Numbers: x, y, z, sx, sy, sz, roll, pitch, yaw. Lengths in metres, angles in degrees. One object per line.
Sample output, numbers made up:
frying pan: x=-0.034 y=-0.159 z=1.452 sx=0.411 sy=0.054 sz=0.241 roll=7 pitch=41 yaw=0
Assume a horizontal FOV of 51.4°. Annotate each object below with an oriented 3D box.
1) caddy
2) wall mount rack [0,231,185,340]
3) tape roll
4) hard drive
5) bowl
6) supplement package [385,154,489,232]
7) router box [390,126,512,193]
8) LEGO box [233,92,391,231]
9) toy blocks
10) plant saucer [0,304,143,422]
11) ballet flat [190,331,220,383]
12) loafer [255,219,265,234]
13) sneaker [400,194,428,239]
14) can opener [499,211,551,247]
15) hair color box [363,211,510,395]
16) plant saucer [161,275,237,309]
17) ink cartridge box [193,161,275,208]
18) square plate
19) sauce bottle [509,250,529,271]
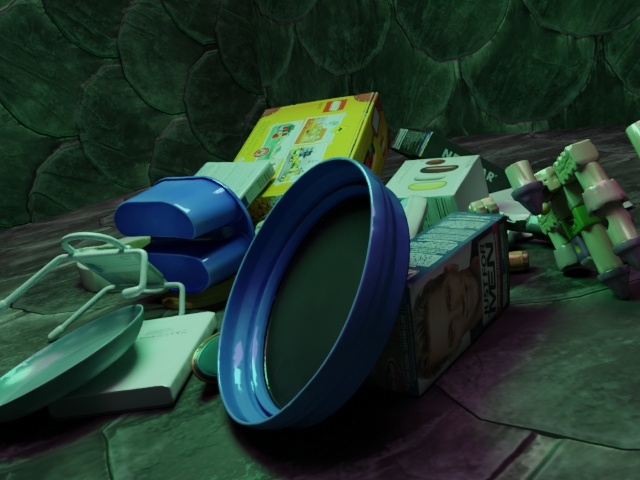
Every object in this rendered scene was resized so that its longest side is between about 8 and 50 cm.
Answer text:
caddy: x=-0.298 y=-0.019 z=1.499 sx=0.341 sy=0.241 sz=0.179 roll=2 pitch=24 yaw=38
wall mount rack: x=-0.450 y=0.106 z=1.324 sx=0.304 sy=0.130 sz=0.350 roll=-5 pitch=-23 yaw=8
tape roll: x=-0.475 y=0.044 z=1.857 sx=0.392 sy=0.072 sz=0.392 roll=-10 pitch=15 yaw=3
hard drive: x=-0.316 y=0.211 z=1.178 sx=0.203 sy=0.040 sz=0.307 roll=-9 pitch=15 yaw=7
bowl: x=-0.018 y=0.074 z=0.930 sx=0.077 sy=0.391 sz=0.391 roll=24 pitch=0 yaw=-25
supplement package: x=0.279 y=-0.095 z=1.625 sx=0.203 sy=0.149 sz=0.194 roll=0 pitch=34 yaw=34
router box: x=0.389 y=-0.229 z=1.957 sx=0.309 sy=0.081 sz=0.243 roll=24 pitch=5 yaw=-18
LEGO box: x=-0.038 y=-0.196 z=1.883 sx=0.373 sy=0.193 sz=0.500 roll=-4 pitch=39 yaw=23
toy blocks: x=0.458 y=-0.006 z=1.170 sx=0.309 sy=0.260 sz=0.288 roll=-18 pitch=-17 yaw=-4
plant saucer: x=-0.432 y=0.209 z=1.121 sx=0.318 sy=0.043 sz=0.317 roll=-27 pitch=12 yaw=6
ballet flat: x=-0.151 y=0.188 z=1.134 sx=0.073 sy=0.080 sz=0.232 roll=-34 pitch=-4 yaw=35
loafer: x=0.000 y=0.000 z=1.620 sx=0.320 sy=0.112 sz=0.111 roll=6 pitch=-16 yaw=9
sneaker: x=0.064 y=0.033 z=1.123 sx=0.150 sy=0.135 sz=0.366 roll=26 pitch=52 yaw=13
can opener: x=0.473 y=-0.007 z=1.440 sx=0.283 sy=0.095 sz=0.076 roll=11 pitch=-13 yaw=42
hair color box: x=0.188 y=0.083 z=1.053 sx=0.105 sy=0.173 sz=0.347 roll=5 pitch=21 yaw=37
plant saucer: x=-0.273 y=0.107 z=1.549 sx=0.200 sy=0.037 sz=0.200 roll=-10 pitch=15 yaw=3
ink cartridge box: x=-0.260 y=-0.119 z=1.689 sx=0.224 sy=0.045 sz=0.223 roll=5 pitch=45 yaw=35
square plate: x=0.542 y=-0.090 z=1.711 sx=0.344 sy=0.049 sz=0.347 roll=-16 pitch=16 yaw=-18
sauce bottle: x=0.354 y=0.046 z=1.340 sx=0.128 sy=0.042 sz=0.042 roll=-5 pitch=16 yaw=14
